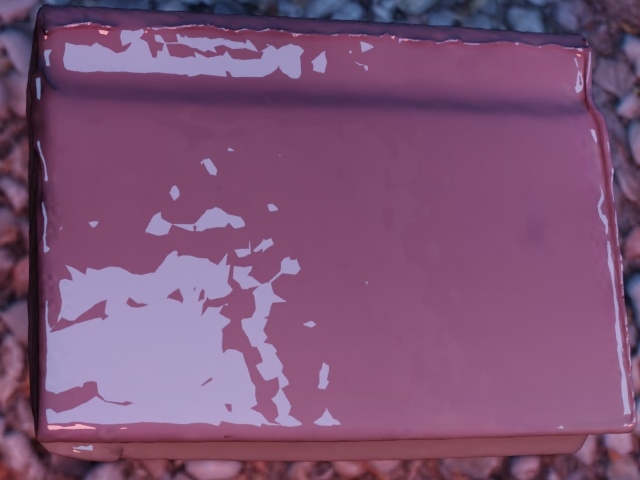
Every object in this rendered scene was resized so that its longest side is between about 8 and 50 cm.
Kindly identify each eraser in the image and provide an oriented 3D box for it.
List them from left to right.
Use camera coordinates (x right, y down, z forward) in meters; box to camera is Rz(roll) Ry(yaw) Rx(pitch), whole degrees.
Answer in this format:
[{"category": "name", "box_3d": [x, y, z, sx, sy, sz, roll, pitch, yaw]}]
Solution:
[{"category": "eraser", "box_3d": [0.000, 0.000, 0.874, 0.359, 0.122, 0.272, -1, 76, -15]}]
